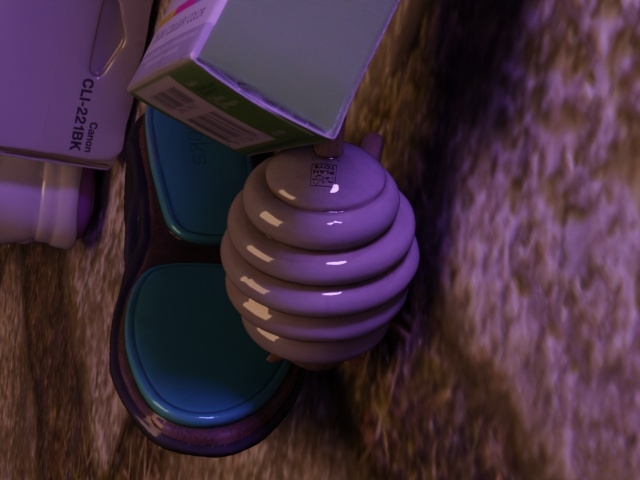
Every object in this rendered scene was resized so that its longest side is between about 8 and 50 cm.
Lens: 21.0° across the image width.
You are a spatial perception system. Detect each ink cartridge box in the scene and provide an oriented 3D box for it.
[{"bbox_3d":[0.007,-0.139,0.668,0.209,0.062,0.109,-64,17,-9],"label":"ink cartridge box"},{"bbox_3d":[-0.207,-0.198,1.286,0.273,0.114,0.197,-123,44,-60],"label":"ink cartridge box"}]

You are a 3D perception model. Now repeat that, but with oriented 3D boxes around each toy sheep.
[{"bbox_3d":[0.000,0.000,0.714,0.091,0.091,0.132,-113,17,-54],"label":"toy sheep"}]

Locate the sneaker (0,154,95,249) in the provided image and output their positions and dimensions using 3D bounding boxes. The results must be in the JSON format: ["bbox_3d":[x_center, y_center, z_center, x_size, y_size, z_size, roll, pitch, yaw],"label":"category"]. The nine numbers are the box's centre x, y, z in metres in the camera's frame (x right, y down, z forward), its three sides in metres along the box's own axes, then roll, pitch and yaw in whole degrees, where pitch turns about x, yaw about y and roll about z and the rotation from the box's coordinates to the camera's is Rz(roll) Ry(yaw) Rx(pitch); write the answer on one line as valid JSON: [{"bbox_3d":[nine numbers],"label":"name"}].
[{"bbox_3d":[-0.275,-0.055,1.375,0.305,0.152,0.114,-176,91,-71],"label":"sneaker"}]

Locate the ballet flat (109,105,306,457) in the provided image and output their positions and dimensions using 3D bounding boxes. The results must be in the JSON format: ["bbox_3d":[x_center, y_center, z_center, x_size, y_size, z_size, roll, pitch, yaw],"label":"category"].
[{"bbox_3d":[-0.056,0.032,0.864,0.280,0.095,0.096,-94,10,-53],"label":"ballet flat"}]
